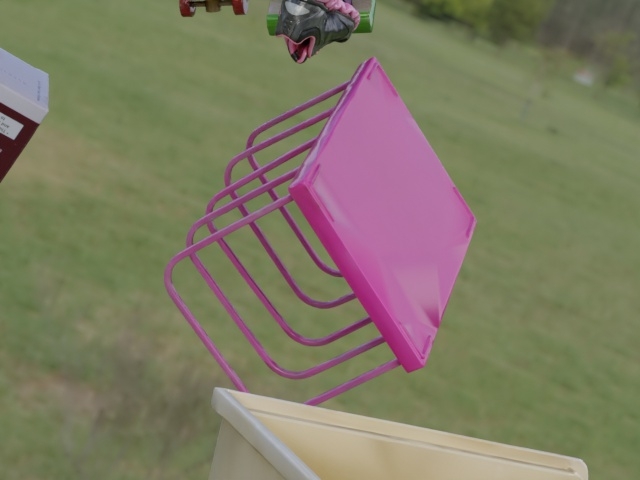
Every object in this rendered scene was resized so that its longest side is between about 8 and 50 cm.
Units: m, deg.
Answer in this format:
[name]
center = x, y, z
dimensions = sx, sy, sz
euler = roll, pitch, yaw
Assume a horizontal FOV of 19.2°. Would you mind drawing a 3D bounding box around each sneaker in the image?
[sneaker]
center = -0.007, -0.152, 1.349
dimensions = 0.047, 0.057, 0.119
euler = 19, -1, 16

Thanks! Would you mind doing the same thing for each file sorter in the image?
[file sorter]
center = 0.000, 0.000, 1.787
dimensions = 0.202, 0.182, 0.290
euler = 56, 26, -16

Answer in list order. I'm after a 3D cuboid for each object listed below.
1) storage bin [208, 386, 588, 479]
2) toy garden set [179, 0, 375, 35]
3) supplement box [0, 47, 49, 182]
[storage bin]
center = 0.085, 0.188, 0.985
dimensions = 0.260, 0.123, 0.262
euler = 12, 6, -20
[toy garden set]
center = -0.035, -0.322, 1.979
dimensions = 0.204, 0.244, 0.049
euler = 0, -35, 12
[supplement box]
center = -0.314, -0.046, 1.380
dimensions = 0.130, 0.239, 0.073
euler = 31, 19, -21
